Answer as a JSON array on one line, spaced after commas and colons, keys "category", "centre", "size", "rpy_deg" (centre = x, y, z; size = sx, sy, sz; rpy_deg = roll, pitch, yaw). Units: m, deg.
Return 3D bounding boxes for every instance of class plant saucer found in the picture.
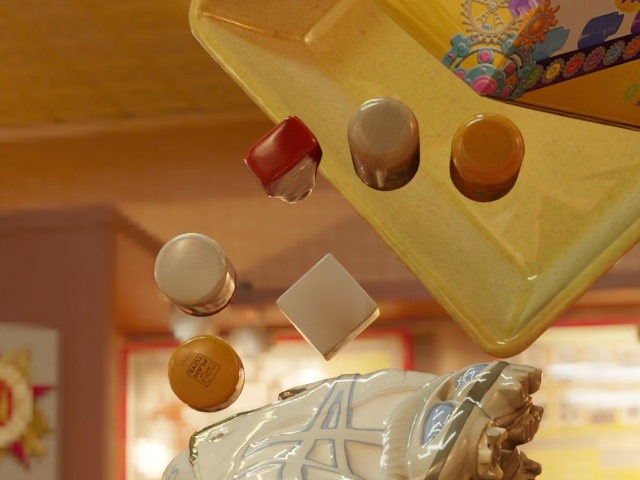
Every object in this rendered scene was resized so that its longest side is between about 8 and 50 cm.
[{"category": "plant saucer", "centre": [0.136, -0.141, 1.232], "size": [0.333, 0.333, 0.081], "rpy_deg": [-44, -24, 4]}]

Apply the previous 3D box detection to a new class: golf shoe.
[{"category": "golf shoe", "centre": [-0.008, 0.077, 0.477], "size": [0.086, 0.069, 0.176], "rpy_deg": [6, 15, 24]}]

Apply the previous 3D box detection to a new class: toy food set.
[{"category": "toy food set", "centre": [0.000, 0.000, 1.092], "size": [0.232, 0.111, 0.104], "rpy_deg": [-43, -9, -4]}]

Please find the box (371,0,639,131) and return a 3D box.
[{"category": "box", "centre": [0.086, -0.240, 0.754], "size": [0.177, 0.290, 0.279], "rpy_deg": [5, -57, -54]}]
